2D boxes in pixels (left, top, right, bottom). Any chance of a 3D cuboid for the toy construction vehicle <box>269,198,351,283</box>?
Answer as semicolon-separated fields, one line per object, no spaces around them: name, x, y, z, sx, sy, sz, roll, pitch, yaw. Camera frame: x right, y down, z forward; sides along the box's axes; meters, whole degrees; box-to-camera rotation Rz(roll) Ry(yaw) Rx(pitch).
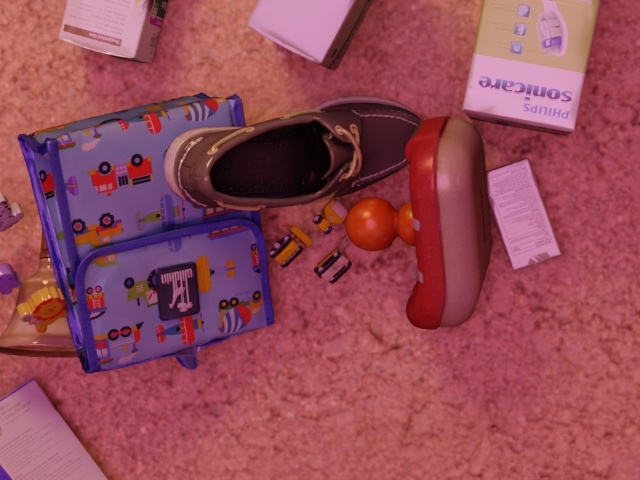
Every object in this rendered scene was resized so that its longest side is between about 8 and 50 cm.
toy construction vehicle;0.000;0.000;1.716;0.098;0.035;0.086;-46;119;7

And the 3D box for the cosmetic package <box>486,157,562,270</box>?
cosmetic package;0.222;-0.029;1.698;0.060;0.041;0.115;-18;90;8

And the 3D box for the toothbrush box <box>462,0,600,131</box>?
toothbrush box;0.233;-0.259;1.604;0.122;0.206;0.283;12;93;6

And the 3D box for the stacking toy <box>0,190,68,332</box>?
stacking toy;-0.394;0.069;1.695;0.221;0.052;0.167;-36;57;9

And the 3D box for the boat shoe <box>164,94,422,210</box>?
boat shoe;-0.010;-0.089;1.636;0.305;0.091;0.109;-11;106;-26

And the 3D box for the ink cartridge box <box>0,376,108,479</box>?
ink cartridge box;-0.341;0.289;1.717;0.208;0.206;0.045;54;137;2

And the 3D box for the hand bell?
hand bell;-0.310;0.009;1.755;0.126;0.126;0.242;-1;80;8

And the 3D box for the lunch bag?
lunch bag;-0.182;0.003;1.689;0.221;0.138;0.293;-16;103;-22

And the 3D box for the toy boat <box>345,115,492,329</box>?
toy boat;0.101;-0.016;1.648;0.151;0.151;0.231;0;114;15

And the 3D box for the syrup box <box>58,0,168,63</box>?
syrup box;-0.211;-0.323;1.716;0.096;0.093;0.236;15;94;6

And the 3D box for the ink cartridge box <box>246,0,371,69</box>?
ink cartridge box;0.007;-0.272;1.628;0.093;0.219;0.160;29;97;2
